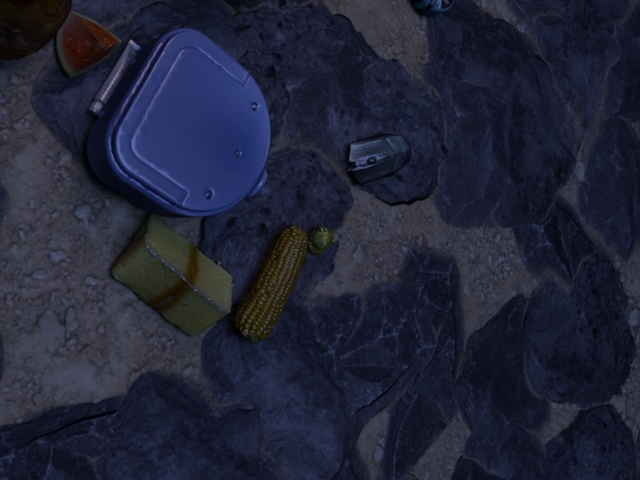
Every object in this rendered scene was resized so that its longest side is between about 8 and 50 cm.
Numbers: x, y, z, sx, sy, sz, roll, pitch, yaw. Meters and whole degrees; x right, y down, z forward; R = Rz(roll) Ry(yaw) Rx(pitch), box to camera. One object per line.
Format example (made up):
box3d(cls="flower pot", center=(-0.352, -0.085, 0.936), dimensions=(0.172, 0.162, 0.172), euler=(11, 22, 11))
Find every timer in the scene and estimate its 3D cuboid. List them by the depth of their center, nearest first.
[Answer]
box3d(cls="timer", center=(-0.278, -0.221, 1.667), dimensions=(0.394, 0.173, 0.395), euler=(2, 87, -38))

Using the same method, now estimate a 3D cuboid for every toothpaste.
box3d(cls="toothpaste", center=(-0.433, -0.341, 1.641), dimensions=(0.048, 0.031, 0.190), euler=(40, 63, -27))

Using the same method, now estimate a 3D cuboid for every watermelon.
box3d(cls="watermelon", center=(-0.471, -0.389, 1.572), dimensions=(0.125, 0.094, 0.135), euler=(29, 76, -42))

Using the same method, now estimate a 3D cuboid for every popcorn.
box3d(cls="popcorn", center=(-0.002, 0.001, 1.955), dimensions=(0.059, 0.068, 0.083), euler=(14, 120, -14))

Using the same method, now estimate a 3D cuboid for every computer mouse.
box3d(cls="computer mouse", center=(0.164, -0.225, 2.075), dimensions=(0.231, 0.071, 0.126), euler=(-19, 101, -36))

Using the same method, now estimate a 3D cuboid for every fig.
box3d(cls="fig", center=(-0.600, -0.522, 1.411), dimensions=(0.286, 0.286, 0.369), euler=(13, 51, -37))

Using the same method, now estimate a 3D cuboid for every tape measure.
box3d(cls="tape measure", center=(0.320, -0.706, 2.195), dimensions=(0.125, 0.081, 0.146), euler=(21, 77, -32))

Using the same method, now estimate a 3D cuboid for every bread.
box3d(cls="bread", center=(-0.310, 0.083, 1.688), dimensions=(0.266, 0.141, 0.178), euler=(41, 82, -28))

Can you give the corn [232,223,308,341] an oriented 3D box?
box3d(cls="corn", center=(-0.107, 0.100, 1.845), dimensions=(0.102, 0.102, 0.313), euler=(42, 64, -30))
